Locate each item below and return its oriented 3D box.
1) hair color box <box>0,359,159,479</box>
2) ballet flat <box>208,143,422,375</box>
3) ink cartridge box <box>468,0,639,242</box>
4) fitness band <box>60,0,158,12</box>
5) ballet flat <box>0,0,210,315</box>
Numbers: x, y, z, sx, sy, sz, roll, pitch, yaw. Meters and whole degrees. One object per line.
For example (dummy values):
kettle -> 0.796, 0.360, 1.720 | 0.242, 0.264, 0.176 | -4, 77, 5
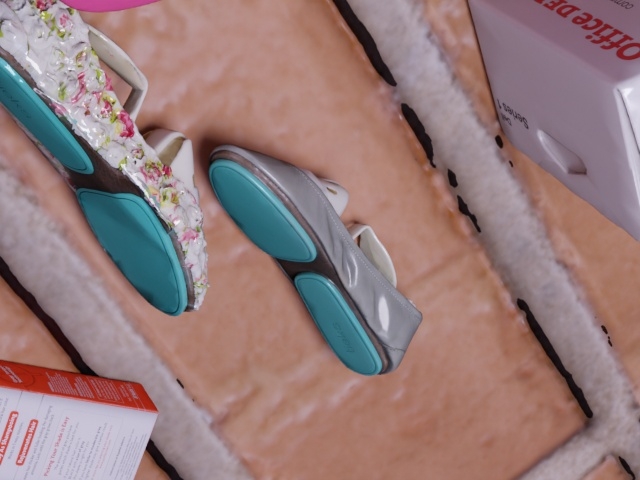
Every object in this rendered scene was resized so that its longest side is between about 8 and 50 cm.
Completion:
hair color box -> -0.182, 0.119, 1.051 | 0.141, 0.043, 0.072 | 14, 107, -30
ballet flat -> 0.000, 0.000, 1.073 | 0.068, 0.072, 0.213 | -53, 128, -27
ink cartridge box -> 0.262, -0.137, 1.034 | 0.278, 0.201, 0.117 | -28, 121, -9
fitness band -> -0.022, -0.212, 0.877 | 0.291, 0.209, 0.054 | -29, 84, -10
ballet flat -> -0.119, -0.057, 0.979 | 0.077, 0.091, 0.241 | -51, 131, -25
